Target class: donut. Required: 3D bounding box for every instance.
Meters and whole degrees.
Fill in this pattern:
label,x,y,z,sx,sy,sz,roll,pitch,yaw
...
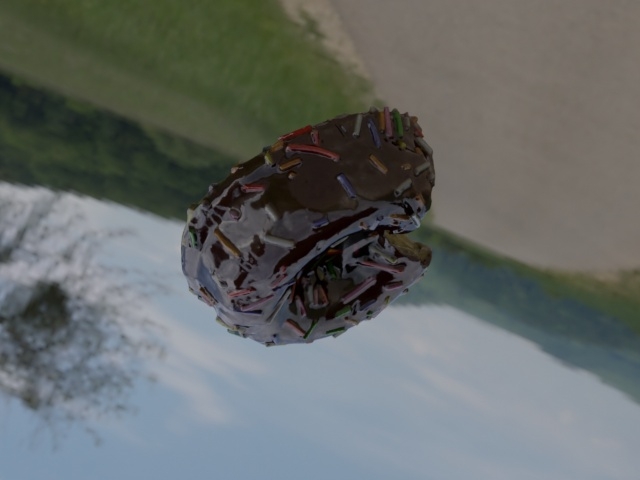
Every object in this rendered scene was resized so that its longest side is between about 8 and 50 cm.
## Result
label,x,y,z,sx,sy,sz,roll,pitch,yaw
donut,-0.001,0.000,1.199,0.216,0.230,0.096,-16,-119,-27
